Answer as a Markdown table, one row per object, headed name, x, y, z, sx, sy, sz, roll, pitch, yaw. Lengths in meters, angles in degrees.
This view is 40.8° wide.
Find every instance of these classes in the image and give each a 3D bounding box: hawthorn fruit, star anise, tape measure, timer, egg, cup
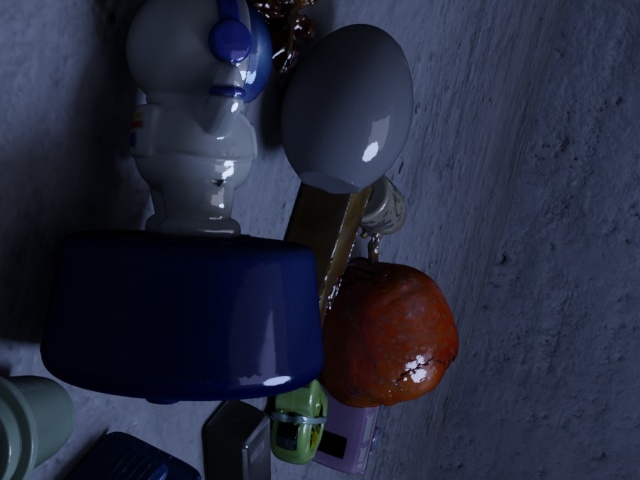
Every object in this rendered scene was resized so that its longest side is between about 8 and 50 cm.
| name | x | y | z | sx | sy | sz | roll | pitch | yaw |
| --- | --- | --- | --- | --- | --- | --- | --- | --- | --- |
| hawthorn fruit | 0.110 | 0.141 | 1.543 | 0.276 | 0.276 | 0.308 | -13 | 96 | -66 |
| star anise | -0.044 | -0.279 | 1.043 | 0.168 | 0.057 | 0.168 | 10 | 90 | -73 |
| tape measure | -0.039 | 0.317 | 1.526 | 0.177 | 0.087 | 0.154 | 59 | 41 | -66 |
| timer | -0.119 | -0.058 | 0.826 | 0.270 | 0.270 | 0.384 | -3 | 98 | -68 |
| egg | 0.039 | -0.181 | 1.160 | 0.176 | 0.176 | 0.232 | 57 | 50 | -65 |
| cup | -0.285 | 0.165 | 0.761 | 0.141 | 0.120 | 0.120 | -12 | 120 | -82 |

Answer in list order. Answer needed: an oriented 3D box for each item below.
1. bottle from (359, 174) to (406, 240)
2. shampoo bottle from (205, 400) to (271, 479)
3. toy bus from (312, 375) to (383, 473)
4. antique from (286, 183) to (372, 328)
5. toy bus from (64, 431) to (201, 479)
| name | x | y | z | sx | sy | sz | roll | pitch | yaw |
| --- | --- | --- | --- | --- | --- | --- | --- | --- | --- |
| bottle | 0.095 | -0.057 | 1.525 | 0.110 | 0.097 | 0.209 | -58 | 159 | 0 |
| shampoo bottle | -0.128 | 0.363 | 1.356 | 0.080 | 0.079 | 0.246 | -47 | 149 | -45 |
| toy bus | 0.043 | 0.358 | 1.704 | 0.142 | 0.141 | 0.203 | -38 | 141 | -64 |
| antique | 0.000 | 0.000 | 1.352 | 0.093 | 0.087 | 0.310 | 6 | 102 | -70 |
| toy bus | -0.259 | 0.378 | 0.956 | 0.288 | 0.138 | 0.175 | -49 | 152 | -44 |
